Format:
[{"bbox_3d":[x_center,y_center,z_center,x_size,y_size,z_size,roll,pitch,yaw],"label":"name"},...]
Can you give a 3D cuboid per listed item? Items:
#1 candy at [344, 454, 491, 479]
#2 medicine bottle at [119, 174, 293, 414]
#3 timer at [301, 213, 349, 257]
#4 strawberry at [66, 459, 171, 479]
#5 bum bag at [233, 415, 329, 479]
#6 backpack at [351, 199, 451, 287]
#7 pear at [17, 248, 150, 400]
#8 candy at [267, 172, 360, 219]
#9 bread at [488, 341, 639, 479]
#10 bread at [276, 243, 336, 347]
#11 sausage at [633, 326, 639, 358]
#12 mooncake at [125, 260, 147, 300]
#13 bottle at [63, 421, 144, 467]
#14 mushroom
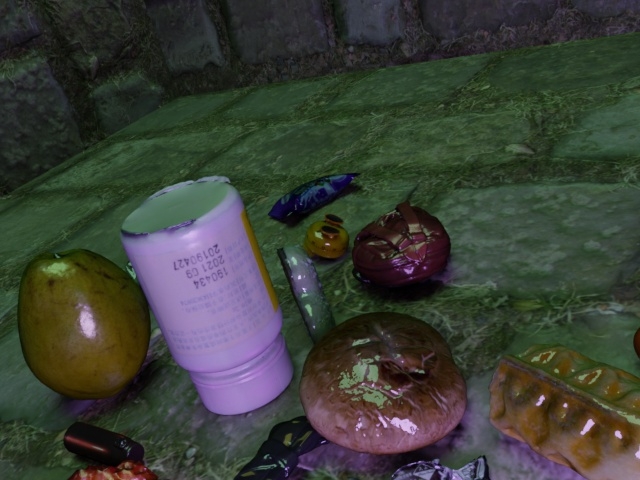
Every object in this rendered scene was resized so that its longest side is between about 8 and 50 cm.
[{"bbox_3d":[0.123,0.340,0.956,0.226,0.051,0.094,-19,35,0],"label":"candy"},{"bbox_3d":[-0.188,0.101,1.247,0.213,0.379,0.213,-14,25,6],"label":"medicine bottle"},{"bbox_3d":[0.012,0.005,1.688,0.107,0.109,0.107,12,32,-7],"label":"timer"},{"bbox_3d":[-0.316,0.417,1.023,0.235,0.107,0.175,-16,62,5],"label":"strawberry"},{"bbox_3d":[-0.071,0.342,1.056,0.106,0.060,0.232,-9,23,38],"label":"bum bag"},{"bbox_3d":[0.171,0.017,1.475,0.229,0.139,0.229,-15,20,6],"label":"backpack"},{"bbox_3d":[-0.465,0.161,1.394,0.252,0.307,0.253,-13,16,4],"label":"pear"},{"bbox_3d":[-0.022,-0.131,1.997,0.275,0.070,0.145,-33,21,-26],"label":"candy"},{"bbox_3d":[0.360,0.234,0.931,0.267,0.130,0.152,21,81,53],"label":"bread"},{"bbox_3d":[-0.020,0.117,1.413,0.064,0.172,0.232,-19,69,-4],"label":"bread"},{"bbox_3d":[0.518,0.179,1.001,0.076,0.076,0.197,-18,25,-3],"label":"sausage"},{"bbox_3d":[-0.316,0.050,1.726,0.250,0.136,0.254,0,29,40],"label":"mooncake"},{"bbox_3d":[-0.370,0.352,1.223,0.164,0.060,0.060,3,32,36],"label":"bottle"},{"bbox_3d":[0.101,0.214,1.107,0.278,0.146,0.278,-3,31,2],"label":"mushroom"}]
